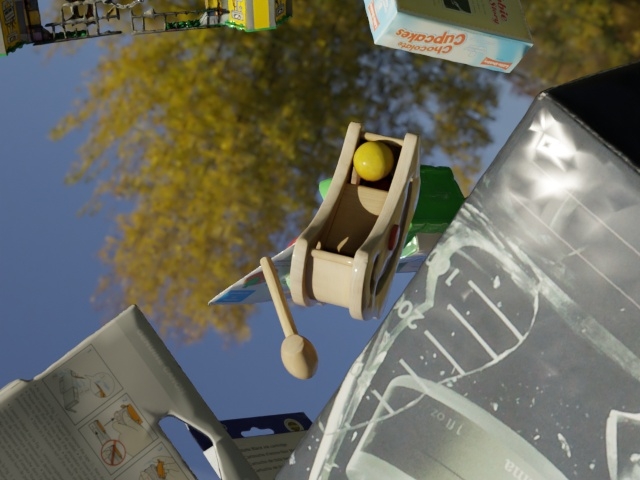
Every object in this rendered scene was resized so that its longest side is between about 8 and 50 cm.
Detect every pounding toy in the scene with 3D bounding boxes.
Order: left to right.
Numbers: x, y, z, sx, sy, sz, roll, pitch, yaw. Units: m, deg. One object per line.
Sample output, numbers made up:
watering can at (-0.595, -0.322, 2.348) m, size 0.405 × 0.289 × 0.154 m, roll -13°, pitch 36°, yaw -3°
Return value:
pounding toy at (0.000, 0.000, 1.399) m, size 0.155 × 0.269 × 0.154 m, roll 13°, pitch 161°, yaw 15°

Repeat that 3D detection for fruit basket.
fruit basket at (0.052, 0.022, 2.049) m, size 0.327 × 0.353 × 0.165 m, roll 0°, pitch -124°, yaw -54°

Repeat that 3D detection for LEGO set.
LEGO set at (-0.177, -0.291, 1.099) m, size 0.331 × 0.192 × 0.255 m, roll -3°, pitch -145°, yaw -2°

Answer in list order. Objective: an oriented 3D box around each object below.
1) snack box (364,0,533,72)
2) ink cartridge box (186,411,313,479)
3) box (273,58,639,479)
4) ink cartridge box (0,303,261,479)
snack box at (0.125, -0.351, 1.577) m, size 0.187 × 0.060 × 0.322 m, roll 8°, pitch -126°, yaw -27°
ink cartridge box at (-0.028, 0.289, 1.679) m, size 0.223 × 0.045 × 0.224 m, roll 1°, pitch -140°, yaw -47°
box at (0.275, 0.192, 1.028) m, size 0.480 × 0.471 × 0.297 m, roll 43°, pitch -147°, yaw 18°
ink cartridge box at (-0.177, 0.229, 1.113) m, size 0.239 × 0.060 × 0.275 m, roll -37°, pitch -85°, yaw -31°
